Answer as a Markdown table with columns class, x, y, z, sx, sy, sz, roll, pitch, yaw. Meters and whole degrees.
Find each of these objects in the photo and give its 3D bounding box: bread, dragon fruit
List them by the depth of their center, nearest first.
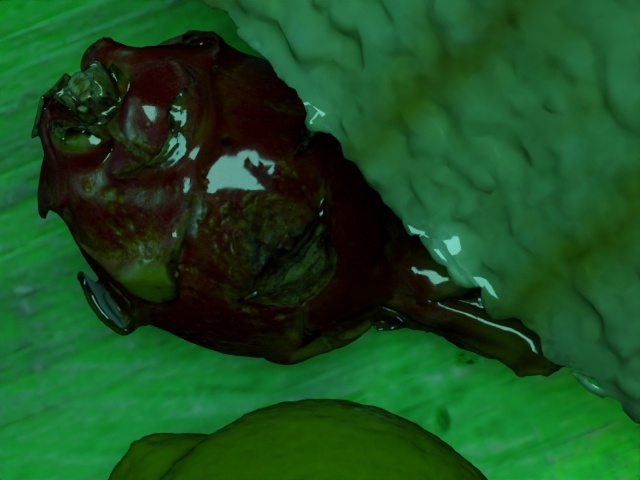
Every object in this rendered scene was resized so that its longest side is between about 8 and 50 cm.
| class | x | y | z | sx | sy | sz | roll | pitch | yaw |
| --- | --- | --- | --- | --- | --- | --- | --- | --- | --- |
| bread | 0.148 | -0.113 | 0.573 | 0.395 | 0.264 | 0.239 | 46 | 128 | -2 |
| dragon fruit | 0.000 | 0.000 | 0.629 | 0.246 | 0.125 | 0.125 | 19 | 87 | -3 |

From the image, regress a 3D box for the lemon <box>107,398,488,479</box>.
| class | x | y | z | sx | sy | sz | roll | pitch | yaw |
| --- | --- | --- | --- | --- | --- | --- | --- | --- | --- |
| lemon | 0.010 | 0.166 | 0.570 | 0.184 | 0.184 | 0.248 | -41 | 81 | -6 |
